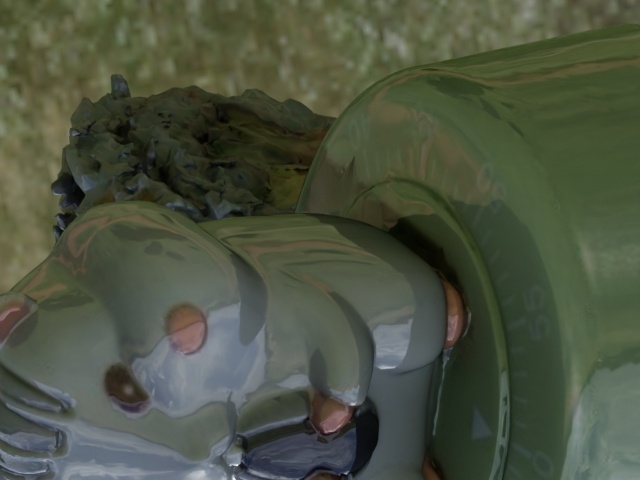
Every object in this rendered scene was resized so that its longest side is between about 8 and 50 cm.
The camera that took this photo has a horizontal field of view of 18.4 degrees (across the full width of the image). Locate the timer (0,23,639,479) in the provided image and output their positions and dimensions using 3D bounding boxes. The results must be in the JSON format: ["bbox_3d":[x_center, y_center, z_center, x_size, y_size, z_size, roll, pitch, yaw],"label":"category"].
[{"bbox_3d":[0.012,0.057,0.808,0.315,0.290,0.291,-3,177,-28],"label":"timer"}]

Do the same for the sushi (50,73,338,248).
[{"bbox_3d":[-0.003,0.000,1.428,0.418,0.175,0.417,9,-167,-2],"label":"sushi"}]
